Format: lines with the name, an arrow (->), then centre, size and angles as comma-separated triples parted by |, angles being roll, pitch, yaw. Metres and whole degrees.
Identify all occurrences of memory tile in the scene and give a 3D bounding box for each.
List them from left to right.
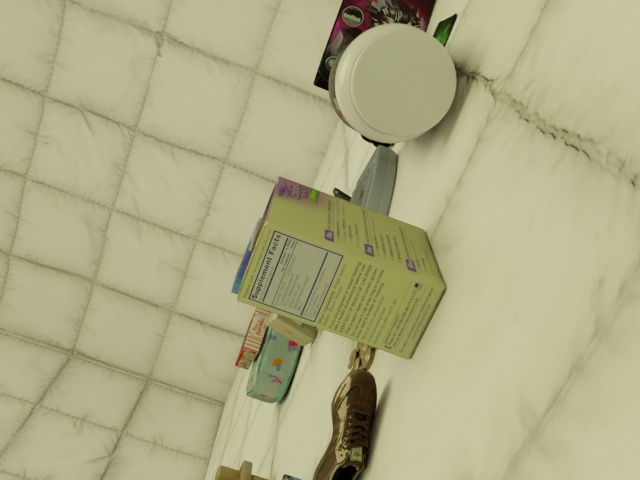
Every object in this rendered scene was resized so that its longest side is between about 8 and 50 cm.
memory tile -> 0.080, 0.163, 1.071 | 0.113, 0.012, 0.148 | -98, 28, -77

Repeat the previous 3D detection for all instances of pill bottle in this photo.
pill bottle -> 0.126, -0.290, 1.211 | 0.363, 0.210, 0.210 | -98, 29, -77

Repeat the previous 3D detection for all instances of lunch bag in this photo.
lunch bag -> -0.123, 0.319, 1.850 | 0.224, 0.108, 0.279 | 122, 167, -67

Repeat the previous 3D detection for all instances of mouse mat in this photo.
mouse mat -> 0.256, -0.427, 1.460 | 0.189, 0.007, 0.152 | -104, 36, -77

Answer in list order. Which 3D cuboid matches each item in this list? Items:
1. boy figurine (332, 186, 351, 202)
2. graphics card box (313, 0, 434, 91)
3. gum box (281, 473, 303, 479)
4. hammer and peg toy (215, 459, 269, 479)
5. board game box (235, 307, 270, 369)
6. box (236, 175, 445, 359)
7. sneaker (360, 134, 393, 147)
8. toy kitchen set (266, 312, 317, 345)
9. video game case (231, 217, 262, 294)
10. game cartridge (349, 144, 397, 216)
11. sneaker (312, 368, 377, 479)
boy figurine -> 0.000, 0.000, 1.722 | 0.285, 0.092, 0.177 | -56, 9, 10
graphics card box -> 0.147, -0.539, 1.698 | 0.094, 0.233, 0.371 | 138, 152, -75
gum box -> -0.063, 0.501, 1.087 | 0.157, 0.041, 0.184 | 133, 156, -74
hammer and peg toy -> -0.227, 0.708, 1.434 | 0.266, 0.127, 0.361 | -92, 23, -68
board game box -> -0.188, 0.272, 1.844 | 0.193, 0.045, 0.146 | 119, 169, -60
box -> 0.027, 0.030, 0.908 | 0.213, 0.243, 0.117 | -88, 20, -68
sneaker -> 0.137, -0.270, 1.616 | 0.222, 0.083, 0.118 | 132, 157, -70
toy kitchen set -> -0.013, 0.140, 1.620 | 0.207, 0.122, 0.166 | -34, 31, 44
video game case -> -0.044, 0.075, 1.329 | 0.269, 0.244, 0.061 | 121, 167, -60
game cartridge -> 0.100, -0.060, 1.419 | 0.196, 0.060, 0.294 | 113, 174, -53
sneaker -> 0.046, 0.272, 0.875 | 0.071, 0.066, 0.188 | 17, 92, 67
